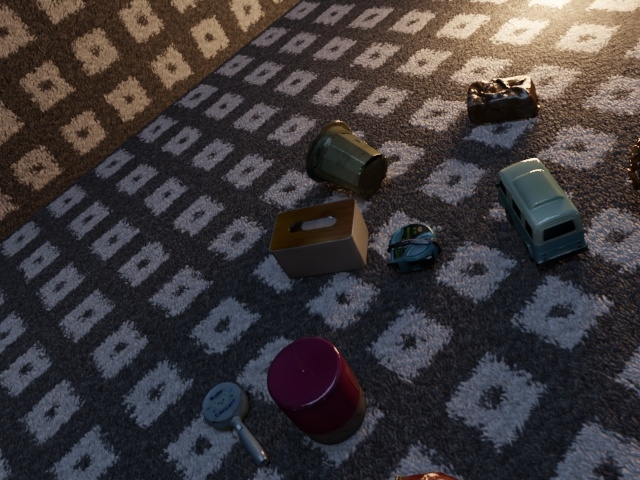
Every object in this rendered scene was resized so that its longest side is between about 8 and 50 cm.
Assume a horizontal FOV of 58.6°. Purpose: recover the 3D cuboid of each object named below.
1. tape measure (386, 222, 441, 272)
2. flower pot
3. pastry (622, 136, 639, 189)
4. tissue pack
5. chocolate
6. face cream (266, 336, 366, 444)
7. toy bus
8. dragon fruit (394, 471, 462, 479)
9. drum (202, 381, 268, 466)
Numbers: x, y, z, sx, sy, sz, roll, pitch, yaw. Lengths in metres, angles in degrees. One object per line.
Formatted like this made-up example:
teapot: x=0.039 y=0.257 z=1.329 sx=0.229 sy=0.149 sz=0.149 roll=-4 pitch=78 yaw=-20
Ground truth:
tape measure: x=0.248 y=0.016 z=1.528 sx=0.146 sy=0.081 sz=0.125 roll=-9 pitch=49 yaw=20
flower pot: x=0.095 y=-0.248 z=1.792 sx=0.203 sy=0.212 sz=0.212 roll=30 pitch=67 yaw=35
pastry: x=0.845 y=-0.154 z=1.320 sx=0.275 sy=0.192 sz=0.275 roll=2 pitch=34 yaw=-1
tissue pack: x=0.000 y=-0.001 z=1.636 sx=0.246 sy=0.136 sz=0.159 roll=-10 pitch=45 yaw=19
chocolate: x=0.575 y=-0.449 z=1.801 sx=0.214 sy=0.093 sz=0.148 roll=-5 pitch=48 yaw=24
face cream: x=-0.004 y=0.335 z=1.265 sx=0.175 sy=0.195 sz=0.175 roll=-15 pitch=45 yaw=15
toy bus: x=0.536 y=-0.088 z=1.413 sx=0.133 sy=0.164 sz=0.271 roll=-21 pitch=42 yaw=8
dragon fruit: x=0.179 y=0.514 z=0.959 sx=0.299 sy=0.244 sz=0.244 roll=11 pitch=53 yaw=14
drum: x=-0.215 y=0.451 z=1.371 sx=0.130 sy=0.049 sz=0.253 roll=-29 pitch=42 yaw=-1
